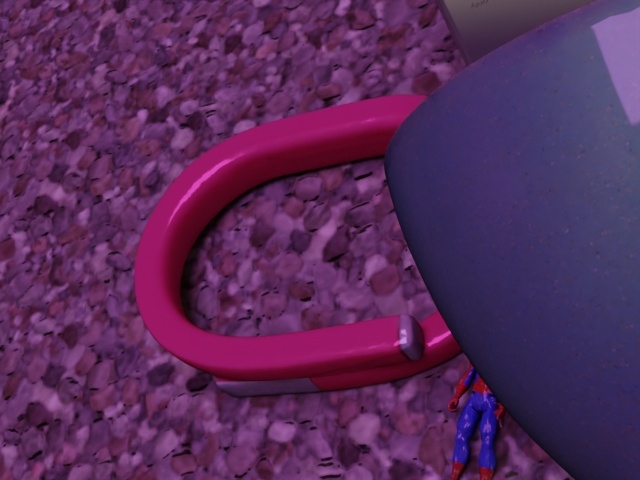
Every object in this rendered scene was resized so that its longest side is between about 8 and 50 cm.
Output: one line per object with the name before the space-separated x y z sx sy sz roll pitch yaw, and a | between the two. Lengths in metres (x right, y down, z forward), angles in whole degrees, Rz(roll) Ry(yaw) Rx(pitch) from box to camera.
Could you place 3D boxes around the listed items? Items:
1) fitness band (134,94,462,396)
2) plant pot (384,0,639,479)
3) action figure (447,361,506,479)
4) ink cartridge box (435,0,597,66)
fitness band | 0.000 0.000 0.706 0.291 0.054 0.209 -9 60 23
plant pot | 0.191 0.025 0.466 0.290 0.290 0.195 -17 72 19
action figure | 0.099 0.104 0.613 0.038 0.030 0.115 2 63 35
ink cartridge box | 0.128 -0.184 0.579 0.129 0.307 0.223 -19 56 16
